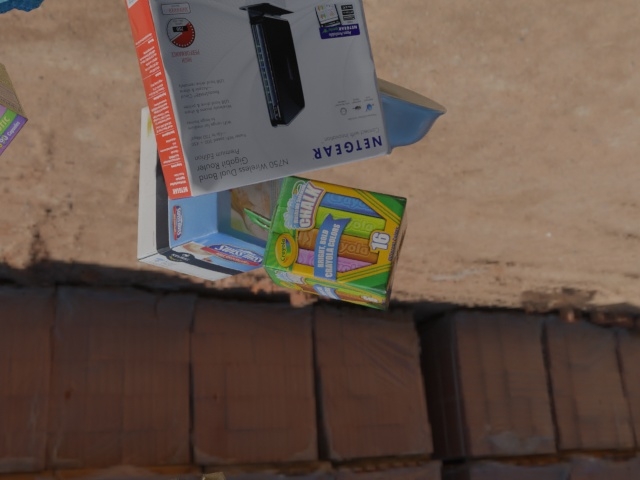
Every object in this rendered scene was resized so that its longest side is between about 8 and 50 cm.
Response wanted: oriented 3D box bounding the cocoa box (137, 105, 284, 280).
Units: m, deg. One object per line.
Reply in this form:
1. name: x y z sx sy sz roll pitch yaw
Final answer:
1. cocoa box: -0.219 -0.121 1.675 0.228 0.346 0.231 -16 156 33

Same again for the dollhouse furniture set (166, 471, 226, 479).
1. dollhouse furniture set: -0.264 0.543 1.528 0.161 0.101 0.181 2 131 -37

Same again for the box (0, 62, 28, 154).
1. box: -0.635 -0.207 1.389 0.213 0.243 0.117 -49 133 8

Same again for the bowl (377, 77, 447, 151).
1. bowl: 0.108 -0.271 1.726 0.298 0.134 0.298 18 -164 -5

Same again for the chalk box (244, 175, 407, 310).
1. chalk box: 0.000 0.000 1.470 0.289 0.179 0.180 11 167 9

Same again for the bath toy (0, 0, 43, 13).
1. bath toy: -0.597 -0.468 1.328 0.151 0.129 0.348 -53 170 8

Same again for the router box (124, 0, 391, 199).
1. router box: -0.078 -0.236 1.133 0.336 0.301 0.082 -16 -173 -31
